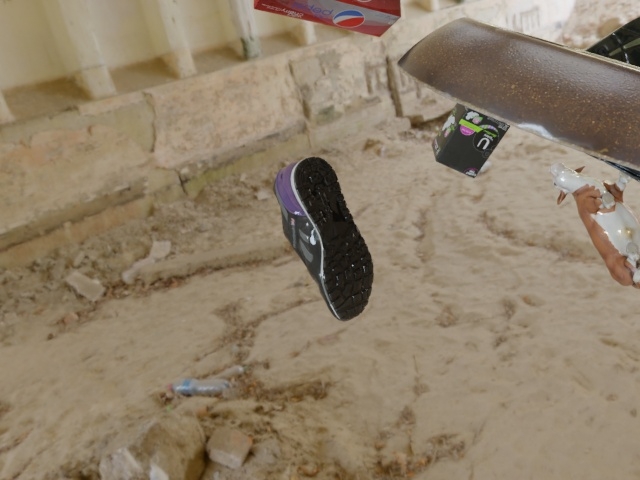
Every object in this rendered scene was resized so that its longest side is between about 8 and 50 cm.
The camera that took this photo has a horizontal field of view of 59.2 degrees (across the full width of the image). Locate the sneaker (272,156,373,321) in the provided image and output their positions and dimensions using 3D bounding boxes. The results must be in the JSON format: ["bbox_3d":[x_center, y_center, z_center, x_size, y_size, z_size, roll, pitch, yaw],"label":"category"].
[{"bbox_3d":[0.000,0.000,0.978,0.107,0.284,0.124,-21,7,-32],"label":"sneaker"}]

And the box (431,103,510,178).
[{"bbox_3d":[0.193,-0.135,0.732,0.062,0.083,0.052,22,33,-11],"label":"box"}]

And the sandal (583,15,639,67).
[{"bbox_3d":[0.599,-0.364,1.151,0.302,0.120,0.086,-21,-2,16],"label":"sandal"}]

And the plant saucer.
[{"bbox_3d":[0.212,-0.109,0.420,0.310,0.050,0.311,14,25,-7],"label":"plant saucer"}]

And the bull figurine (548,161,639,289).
[{"bbox_3d":[0.586,-0.046,1.140,0.101,0.310,0.188,-30,-9,3],"label":"bull figurine"}]

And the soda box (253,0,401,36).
[{"bbox_3d":[0.014,-0.452,1.024,0.263,0.092,0.083,4,-10,-23],"label":"soda box"}]

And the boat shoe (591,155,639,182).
[{"bbox_3d":[0.436,-0.197,0.919,0.127,0.113,0.340,-37,51,-16],"label":"boat shoe"}]
